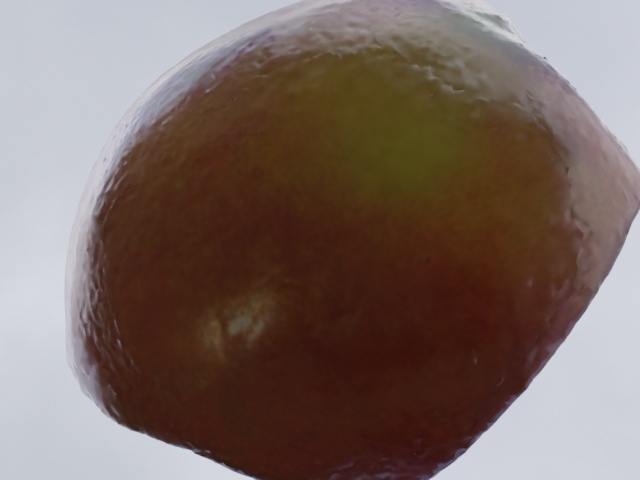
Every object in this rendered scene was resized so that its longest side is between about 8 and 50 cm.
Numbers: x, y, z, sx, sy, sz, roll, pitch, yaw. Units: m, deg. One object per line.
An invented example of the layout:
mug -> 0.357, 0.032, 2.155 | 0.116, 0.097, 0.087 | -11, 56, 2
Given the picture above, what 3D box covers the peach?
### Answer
peach -> 0.000, 0.000, 1.201 | 0.306, 0.242, 0.380 | 45, -83, -2
